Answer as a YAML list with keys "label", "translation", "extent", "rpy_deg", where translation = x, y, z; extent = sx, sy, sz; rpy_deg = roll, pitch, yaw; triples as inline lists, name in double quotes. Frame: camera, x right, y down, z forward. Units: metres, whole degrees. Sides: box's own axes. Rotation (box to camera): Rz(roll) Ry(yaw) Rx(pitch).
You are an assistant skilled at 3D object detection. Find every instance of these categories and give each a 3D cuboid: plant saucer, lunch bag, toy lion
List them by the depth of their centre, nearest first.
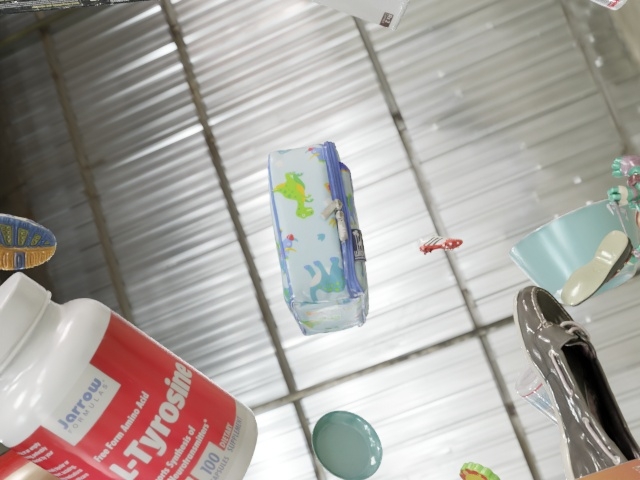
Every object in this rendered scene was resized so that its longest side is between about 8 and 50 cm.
- label: "lunch bag"
  translation: [0.000, 0.000, 0.935]
  extent: [0.219, 0.090, 0.176]
  rpy_deg: [75, -175, -70]
- label: "toy lion"
  translation: [0.259, 0.382, 1.325]
  extent: [0.034, 0.100, 0.096]
  rpy_deg: [-47, -31, -33]
- label: "plant saucer"
  translation: [0.038, 0.322, 1.346]
  extent: [0.021, 0.119, 0.119]
  rpy_deg: [121, 144, -45]

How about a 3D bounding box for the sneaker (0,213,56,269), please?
- label: "sneaker"
  translation: [-0.651, -0.022, 1.632]
  extent: [0.131, 0.297, 0.111]
  rpy_deg: [-119, 38, -61]

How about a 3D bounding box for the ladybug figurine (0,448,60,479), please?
- label: "ladybug figurine"
  translation: [-0.463, 0.440, 1.344]
  extent: [0.449, 0.162, 0.305]
  rpy_deg: [-36, -34, -41]

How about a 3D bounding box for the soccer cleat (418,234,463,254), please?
- label: "soccer cleat"
  translation: [0.224, 0.003, 1.617]
  extent: [0.029, 0.083, 0.035]
  rpy_deg: [68, -167, -52]

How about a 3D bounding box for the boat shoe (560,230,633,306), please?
- label: "boat shoe"
  translation: [0.404, 0.047, 1.256]
  extent: [0.042, 0.133, 0.049]
  rpy_deg: [37, -176, -42]

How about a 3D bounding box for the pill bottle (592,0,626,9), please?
- label: "pill bottle"
  translation: [0.456, -0.483, 1.497]
  extent: [0.180, 0.108, 0.108]
  rpy_deg: [23, -164, -3]

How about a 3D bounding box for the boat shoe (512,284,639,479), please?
- label: "boat shoe"
  translation: [0.361, 0.196, 1.183]
  extent: [0.112, 0.095, 0.335]
  rpy_deg: [14, -130, -35]

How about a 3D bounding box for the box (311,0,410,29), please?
- label: "box"
  translation: [0.070, -0.446, 1.314]
  extent: [0.181, 0.182, 0.119]
  rpy_deg: [116, 169, -54]

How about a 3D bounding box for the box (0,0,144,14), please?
- label: "box"
  translation: [-0.237, -0.265, 0.721]
  extent: [0.147, 0.180, 0.077]
  rpy_deg: [79, -174, -70]

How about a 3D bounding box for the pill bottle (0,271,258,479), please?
- label: "pill bottle"
  translation: [-0.307, 0.230, 1.216]
  extent: [0.408, 0.229, 0.229]
  rpy_deg: [39, -160, -21]

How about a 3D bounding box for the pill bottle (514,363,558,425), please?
- label: "pill bottle"
  translation: [0.462, 0.306, 1.674]
  extent: [0.160, 0.087, 0.087]
  rpy_deg: [38, -165, -7]

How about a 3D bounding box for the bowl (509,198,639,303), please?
- label: "bowl"
  translation: [0.621, 0.042, 2.033]
  extent: [0.163, 0.312, 0.311]
  rpy_deg: [68, -171, 18]

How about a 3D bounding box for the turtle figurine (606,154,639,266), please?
- label: "turtle figurine"
  translation: [0.524, -0.033, 1.412]
  extent: [0.234, 0.118, 0.175]
  rpy_deg: [-71, -26, -51]

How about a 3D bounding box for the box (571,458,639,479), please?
- label: "box"
  translation: [0.262, 0.277, 0.747]
  extent: [0.130, 0.171, 0.091]
  rpy_deg: [34, 120, 46]
